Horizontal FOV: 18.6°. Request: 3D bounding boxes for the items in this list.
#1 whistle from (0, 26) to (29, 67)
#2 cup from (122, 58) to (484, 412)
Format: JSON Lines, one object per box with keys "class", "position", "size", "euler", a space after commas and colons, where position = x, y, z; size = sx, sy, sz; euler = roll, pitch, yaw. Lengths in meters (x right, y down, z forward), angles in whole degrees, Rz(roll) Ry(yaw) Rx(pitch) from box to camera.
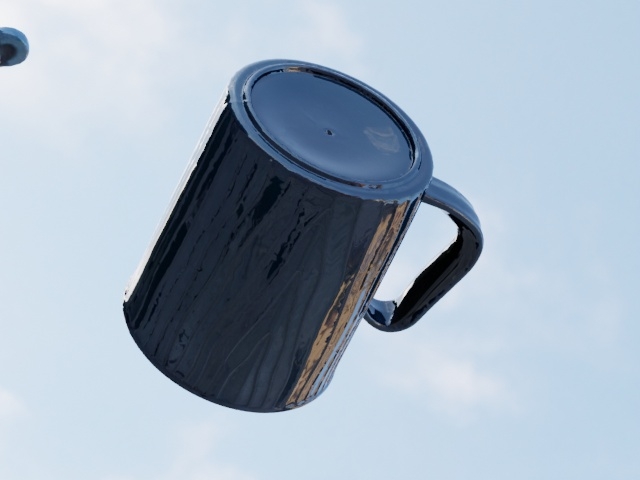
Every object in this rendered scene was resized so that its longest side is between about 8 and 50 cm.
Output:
{"class": "whistle", "position": [-0.288, -0.088, 1.052], "size": [0.269, 0.093, 0.180], "euler": [-4, -39, 5]}
{"class": "cup", "position": [-0.007, -0.007, 0.962], "size": [0.113, 0.150, 0.138], "euler": [49, -51, 28]}
